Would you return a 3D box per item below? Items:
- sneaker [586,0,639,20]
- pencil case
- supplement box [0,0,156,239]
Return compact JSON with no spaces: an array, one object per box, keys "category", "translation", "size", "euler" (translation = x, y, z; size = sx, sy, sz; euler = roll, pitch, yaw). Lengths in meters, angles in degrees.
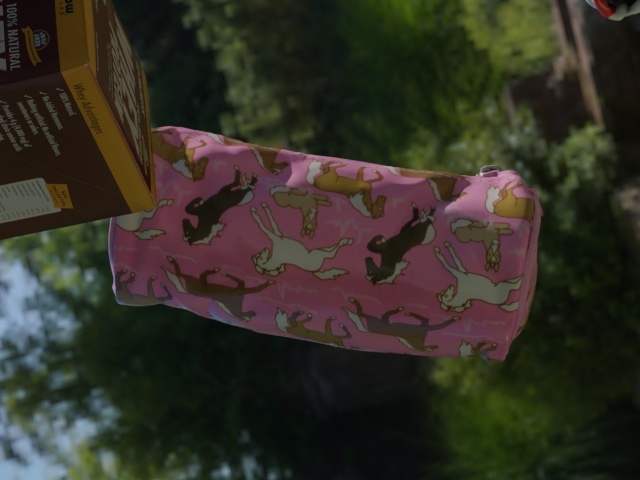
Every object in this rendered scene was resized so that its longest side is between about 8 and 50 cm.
[{"category":"sneaker","translation":[0.212,-0.189,1.259],"size":[0.057,0.075,0.161],"euler":[53,162,-8]},{"category":"pencil case","translation":[0.000,0.000,1.560],"size":[0.167,0.386,0.160],"euler":[-75,-9,-53]},{"category":"supplement box","translation":[-0.241,-0.106,1.308],"size":[0.191,0.194,0.129],"euler":[71,-171,-58]}]
